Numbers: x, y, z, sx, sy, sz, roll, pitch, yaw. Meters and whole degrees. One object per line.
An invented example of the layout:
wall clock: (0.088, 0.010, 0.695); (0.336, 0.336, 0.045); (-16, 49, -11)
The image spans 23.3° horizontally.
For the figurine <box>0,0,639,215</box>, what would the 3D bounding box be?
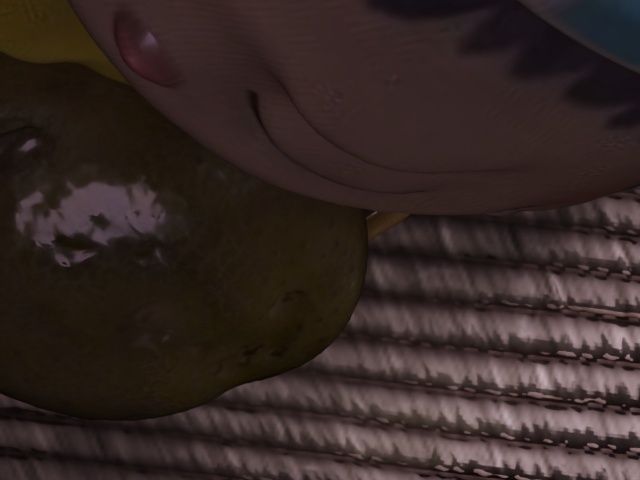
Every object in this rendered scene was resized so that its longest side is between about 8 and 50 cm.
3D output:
figurine: (0.124, -0.112, 0.395); (0.361, 0.378, 0.266); (-7, 110, -27)

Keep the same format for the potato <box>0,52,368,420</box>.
potato: (-0.098, -0.009, 0.608); (0.235, 0.160, 0.178); (6, 134, 0)

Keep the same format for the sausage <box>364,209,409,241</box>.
sausage: (0.000, 0.000, 0.685); (0.132, 0.024, 0.024); (-31, 101, 12)
